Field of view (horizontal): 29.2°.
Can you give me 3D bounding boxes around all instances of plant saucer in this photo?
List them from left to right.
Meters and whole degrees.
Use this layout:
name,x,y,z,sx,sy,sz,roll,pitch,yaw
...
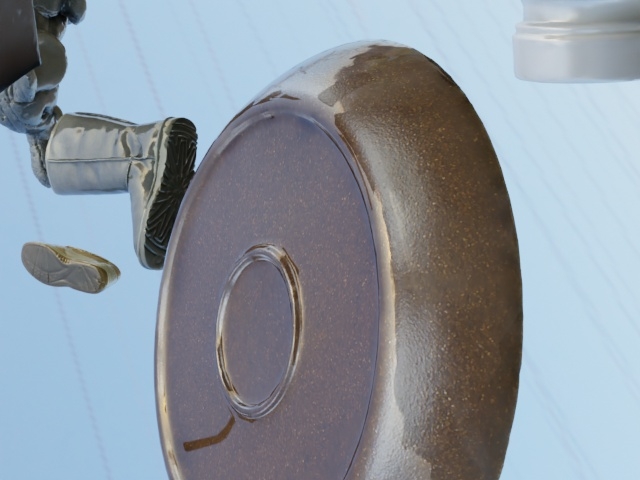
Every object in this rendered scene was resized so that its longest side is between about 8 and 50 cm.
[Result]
name,x,y,z,sx,sy,sz,roll,pitch,yaw
plant saucer,-0.015,0.048,0.627,0.050,0.310,0.311,7,-130,-32

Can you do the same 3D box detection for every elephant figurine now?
name,x,y,z,sx,sy,sz,roll,pitch,yaw
elephant figurine,-0.374,-0.214,1.519,0.186,0.169,0.239,13,-112,-25

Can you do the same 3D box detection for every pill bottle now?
name,x,y,z,sx,sy,sz,roll,pitch,yaw
pill bottle,0.224,-0.294,1.010,0.176,0.176,0.318,-25,-64,-60

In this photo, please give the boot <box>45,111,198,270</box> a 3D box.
name,x,y,z,sx,sy,sz,roll,pitch,yaw
boot,-0.240,-0.061,1.413,0.076,0.208,0.190,28,-112,-54

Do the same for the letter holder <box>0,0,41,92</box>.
name,x,y,z,sx,sy,sz,roll,pitch,yaw
letter holder,-0.402,-0.282,1.137,0.214,0.302,0.152,32,-125,18

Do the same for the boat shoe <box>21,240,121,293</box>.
name,x,y,z,sx,sy,sz,roll,pitch,yaw
boat shoe,-0.299,0.032,1.475,0.135,0.050,0.045,20,-162,26
